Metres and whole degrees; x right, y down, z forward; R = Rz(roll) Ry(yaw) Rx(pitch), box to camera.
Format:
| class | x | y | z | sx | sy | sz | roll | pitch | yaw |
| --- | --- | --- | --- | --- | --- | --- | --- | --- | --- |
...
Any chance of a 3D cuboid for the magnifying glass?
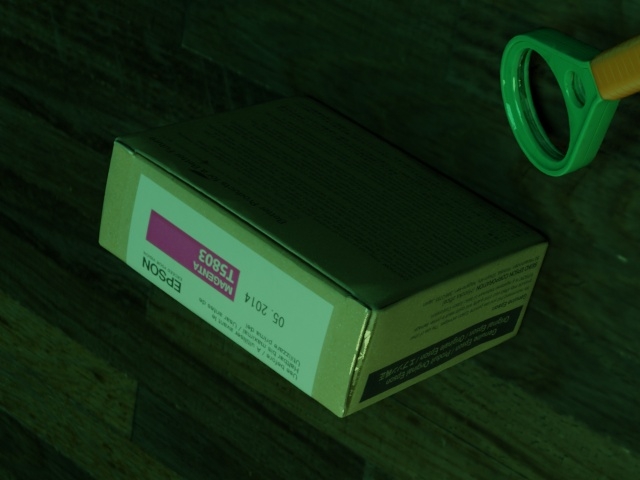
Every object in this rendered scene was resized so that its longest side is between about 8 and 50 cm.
| class | x | y | z | sx | sy | sz | roll | pitch | yaw |
| --- | --- | --- | --- | --- | --- | --- | --- | --- | --- |
| magnifying glass | 0.159 | -0.092 | 0.911 | 0.231 | 0.026 | 0.092 | 161 | 91 | -77 |

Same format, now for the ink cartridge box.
| class | x | y | z | sx | sy | sz | roll | pitch | yaw |
| --- | --- | --- | --- | --- | --- | --- | --- | --- | --- |
| ink cartridge box | 0.000 | 0.000 | 1.046 | 0.235 | 0.193 | 0.088 | 34 | 124 | 31 |
